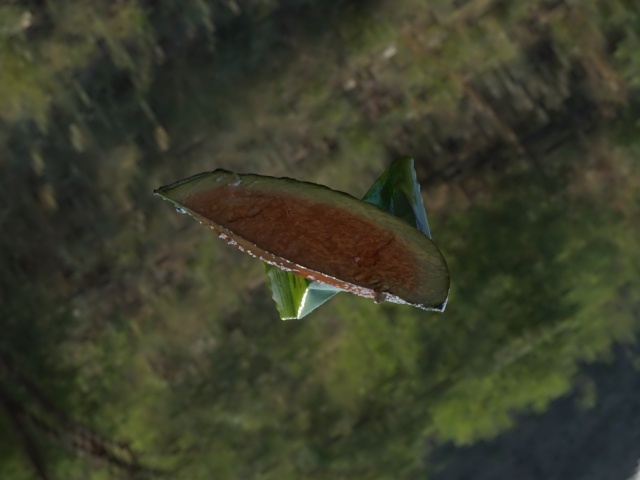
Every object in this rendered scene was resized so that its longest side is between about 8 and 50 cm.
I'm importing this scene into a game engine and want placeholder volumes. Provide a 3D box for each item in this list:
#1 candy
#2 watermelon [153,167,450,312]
[{"bbox_3d":[0.026,0.002,1.785,0.246,0.149,0.069,-11,-176,40],"label":"candy"},{"bbox_3d":[-0.002,0.006,1.228,0.119,0.245,0.063,-14,124,-58],"label":"watermelon"}]
